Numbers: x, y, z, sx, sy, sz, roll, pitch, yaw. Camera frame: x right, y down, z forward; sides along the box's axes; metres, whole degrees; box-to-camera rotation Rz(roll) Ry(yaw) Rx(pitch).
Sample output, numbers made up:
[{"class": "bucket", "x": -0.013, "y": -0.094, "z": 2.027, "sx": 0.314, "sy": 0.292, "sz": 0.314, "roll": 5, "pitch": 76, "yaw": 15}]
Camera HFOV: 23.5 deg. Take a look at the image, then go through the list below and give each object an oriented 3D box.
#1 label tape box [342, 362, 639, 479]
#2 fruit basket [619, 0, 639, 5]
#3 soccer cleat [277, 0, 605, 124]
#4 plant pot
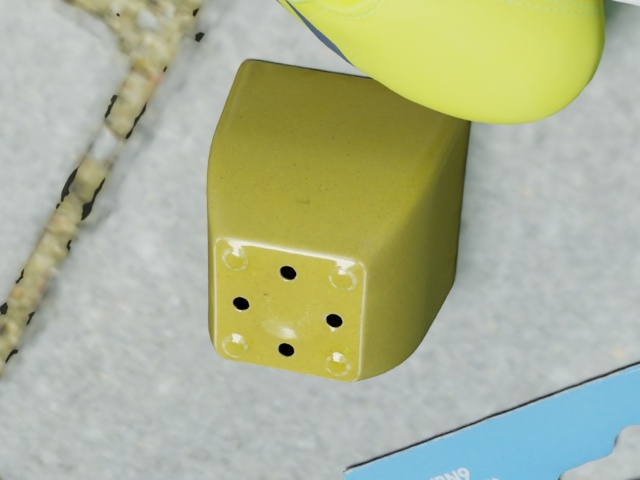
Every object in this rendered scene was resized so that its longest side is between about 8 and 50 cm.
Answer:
[{"class": "label tape box", "x": 0.180, "y": 0.203, "z": 0.571, "sx": 0.240, "sy": 0.106, "sz": 0.334, "roll": -25, "pitch": 113, "yaw": 29}, {"class": "fruit basket", "x": 0.120, "y": -0.190, "z": 0.256, "sx": 0.353, "sy": 0.165, "sz": 0.327, "roll": 20, "pitch": 112, "yaw": 20}, {"class": "soccer cleat", "x": -0.035, "y": -0.126, "z": 0.404, "sx": 0.093, "sy": 0.121, "sz": 0.289, "roll": -33, "pitch": 108, "yaw": 33}, {"class": "plant pot", "x": 0.000, "y": 0.000, "z": 0.503, "sx": 0.081, "sy": 0.083, "sz": 0.081, "roll": 10, "pitch": 124, "yaw": 11}]
